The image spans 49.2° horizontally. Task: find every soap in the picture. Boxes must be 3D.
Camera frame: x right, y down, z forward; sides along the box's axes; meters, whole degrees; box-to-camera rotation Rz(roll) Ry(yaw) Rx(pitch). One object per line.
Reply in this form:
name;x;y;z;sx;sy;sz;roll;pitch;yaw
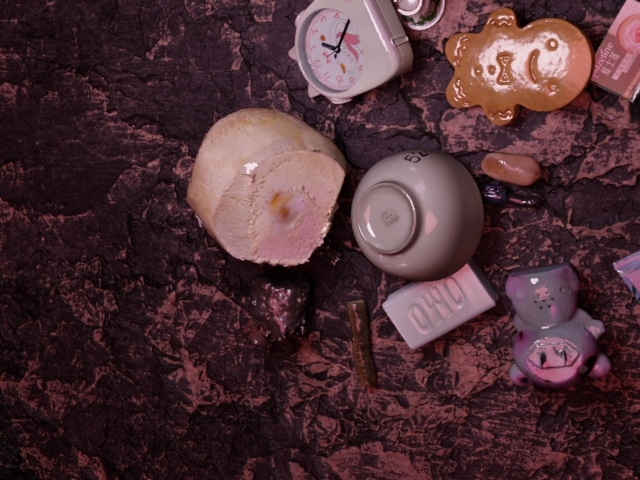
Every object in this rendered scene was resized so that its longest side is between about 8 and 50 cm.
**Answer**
soap;0.320;0.161;1.872;0.265;0.087;0.160;-33;90;24

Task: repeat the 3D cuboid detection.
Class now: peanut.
peanut;0.477;-0.180;1.741;0.152;0.076;0.076;13;107;14

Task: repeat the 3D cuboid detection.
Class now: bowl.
bowl;0.210;-0.060;1.750;0.353;0.185;0.354;4;97;37

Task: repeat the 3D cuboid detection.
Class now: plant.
plant;-0.122;0.203;1.994;0.204;0.178;0.234;18;103;14

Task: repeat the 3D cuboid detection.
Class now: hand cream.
hand cream;0.822;0.157;1.711;0.091;0.058;0.271;-28;87;20

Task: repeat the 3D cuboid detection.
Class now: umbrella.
umbrella;0.427;-0.114;1.778;0.248;0.071;0.071;15;108;14

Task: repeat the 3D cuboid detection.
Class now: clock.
clock;0.056;-0.488;1.758;0.324;0.108;0.265;-19;99;46

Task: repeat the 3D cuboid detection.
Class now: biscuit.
biscuit;0.462;-0.410;1.659;0.354;0.052;0.275;9;107;33

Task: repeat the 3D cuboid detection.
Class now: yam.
yam;0.117;0.294;1.995;0.061;0.061;0.253;-5;102;21

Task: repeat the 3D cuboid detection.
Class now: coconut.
coconut;-0.158;-0.155;1.813;0.404;0.404;0.405;5;105;19

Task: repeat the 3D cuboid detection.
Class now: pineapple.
pineapple;0.000;0.000;1.960;0.074;0.074;0.159;-38;92;24

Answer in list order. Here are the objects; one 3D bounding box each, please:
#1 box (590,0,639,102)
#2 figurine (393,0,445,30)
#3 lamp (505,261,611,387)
box;0.706;-0.432;1.593;0.135;0.081;0.199;30;109;11
figurine;0.226;-0.575;1.687;0.132;0.153;0.132;5;105;17
lamp;0.569;0.218;1.718;0.247;0.247;0.301;-10;92;19
